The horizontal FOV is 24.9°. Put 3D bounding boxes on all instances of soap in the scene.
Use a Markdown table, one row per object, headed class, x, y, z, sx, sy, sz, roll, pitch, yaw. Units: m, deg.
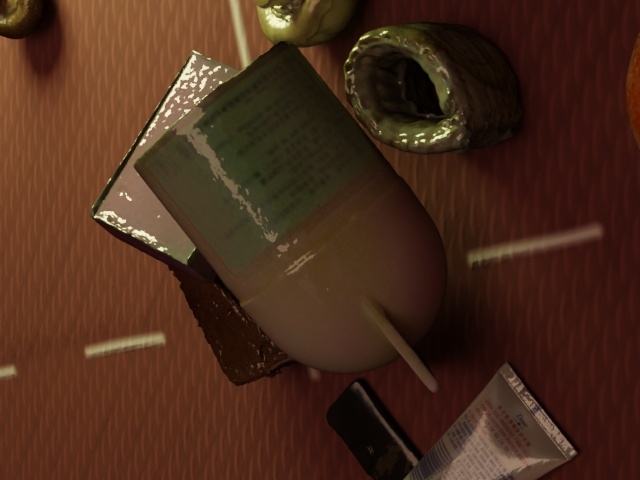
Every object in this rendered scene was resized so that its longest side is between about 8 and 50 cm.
| class | x | y | z | sx | sy | sz | roll | pitch | yaw |
| --- | --- | --- | --- | --- | --- | --- | --- | --- | --- |
| soap | -0.151 | -0.095 | 1.835 | 0.181 | 0.081 | 0.259 | 24 | 77 | 30 |

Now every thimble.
| class | x | y | z | sx | sy | sz | roll | pitch | yaw |
| --- | --- | --- | --- | --- | --- | --- | --- | --- | --- |
| thimble | 0.132 | -0.167 | 1.631 | 0.190 | 0.143 | 0.137 | 38 | 117 | 30 |

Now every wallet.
| class | x | y | z | sx | sy | sz | roll | pitch | yaw |
| --- | --- | --- | --- | --- | --- | --- | --- | --- | --- |
| wallet | 0.071 | 0.253 | 1.815 | 0.157 | 0.018 | 0.082 | 53 | 123 | 21 |

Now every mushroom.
| class | x | y | z | sx | sy | sz | roll | pitch | yaw |
| --- | --- | --- | --- | --- | --- | --- | --- | --- | --- |
| mushroom | -0.026 | -0.309 | 1.759 | 0.154 | 0.122 | 0.154 | 4 | 95 | 48 |
| mushroom | -0.451 | -0.358 | 2.124 | 0.109 | 0.085 | 0.126 | 6 | 99 | 3 |

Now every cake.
| class | x | y | z | sx | sy | sz | roll | pitch | yaw |
| --- | --- | --- | --- | --- | --- | --- | --- | --- | --- |
| cake | -0.117 | 0.068 | 1.882 | 0.295 | 0.116 | 0.113 | 52 | 129 | 23 |

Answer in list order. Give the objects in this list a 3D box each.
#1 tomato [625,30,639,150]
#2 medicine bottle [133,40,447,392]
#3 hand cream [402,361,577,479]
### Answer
| class | x | y | z | sx | sy | sz | roll | pitch | yaw |
| --- | --- | --- | --- | --- | --- | --- | --- | --- | --- |
| tomato | 0.413 | -0.139 | 1.342 | 0.265 | 0.265 | 0.265 | 6 | 99 | 39 |
| medicine bottle | 0.000 | 0.000 | 1.652 | 0.235 | 0.236 | 0.406 | -37 | 93 | 36 |
| hand cream | 0.173 | 0.268 | 1.706 | 0.248 | 0.083 | 0.133 | -44 | 69 | 22 |
